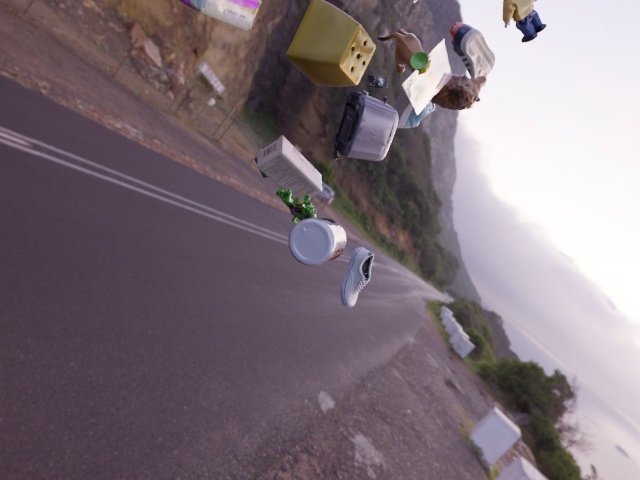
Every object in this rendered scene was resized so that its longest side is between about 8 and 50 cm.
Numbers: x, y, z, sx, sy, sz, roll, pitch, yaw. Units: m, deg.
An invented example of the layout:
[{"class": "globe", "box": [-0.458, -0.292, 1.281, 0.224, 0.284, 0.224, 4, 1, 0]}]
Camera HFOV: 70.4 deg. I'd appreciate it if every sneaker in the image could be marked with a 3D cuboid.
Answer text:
[{"class": "sneaker", "box": [0.665, -0.840, 2.008, 0.148, 0.131, 0.350, 54, 13, 29]}, {"class": "sneaker", "box": [0.152, 0.159, 1.866, 0.094, 0.258, 0.091, 3, 12, -43]}, {"class": "sneaker", "box": [0.423, -0.604, 1.897, 0.150, 0.135, 0.366, -2, -19, -15]}]

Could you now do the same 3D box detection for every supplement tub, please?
[{"class": "supplement tub", "box": [0.000, 0.000, 1.157, 0.117, 0.117, 0.190, 41, 12, 10]}]

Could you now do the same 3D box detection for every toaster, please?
[{"class": "toaster", "box": [0.138, -0.336, 1.394, 0.146, 0.227, 0.129, 7, 26, -22]}]

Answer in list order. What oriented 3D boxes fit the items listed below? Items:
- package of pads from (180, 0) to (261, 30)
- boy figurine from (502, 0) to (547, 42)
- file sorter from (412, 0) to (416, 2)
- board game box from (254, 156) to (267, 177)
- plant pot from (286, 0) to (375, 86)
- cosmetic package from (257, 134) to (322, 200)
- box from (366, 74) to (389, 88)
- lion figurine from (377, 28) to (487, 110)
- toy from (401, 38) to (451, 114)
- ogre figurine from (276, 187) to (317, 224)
[{"class": "package of pads", "box": [-0.328, -0.673, 1.189, 0.296, 0.101, 0.229, 35, 24, 15]}, {"class": "boy figurine", "box": [0.796, -0.943, 1.838, 0.285, 0.177, 0.092, 43, -2, -21]}, {"class": "file sorter", "box": [0.235, -0.868, 1.297, 0.277, 0.173, 0.193, 42, -6, 5]}, {"class": "board game box", "box": [-0.239, -0.390, 2.369, 0.126, 0.186, 0.026, 67, 31, -41]}, {"class": "plant pot", "box": [0.053, -0.628, 1.495, 0.187, 0.212, 0.212, 30, 6, 28]}, {"class": "cosmetic package", "box": [-0.138, -0.321, 2.094, 0.296, 0.153, 0.129, 43, 33, -39]}, {"class": "box", "box": [0.264, -0.737, 2.105, 0.083, 0.052, 0.062, -1, 23, -22]}, {"class": "lion figurine", "box": [0.337, -0.552, 1.452, 0.392, 0.142, 0.240, 35, 17, -1]}, {"class": "toy", "box": [0.262, -0.419, 1.156, 0.056, 0.137, 0.237, 46, 13, 13]}, {"class": "ogre figurine", "box": [-0.077, -0.115, 1.636, 0.197, 0.097, 0.118, 9, -32, 32]}]
